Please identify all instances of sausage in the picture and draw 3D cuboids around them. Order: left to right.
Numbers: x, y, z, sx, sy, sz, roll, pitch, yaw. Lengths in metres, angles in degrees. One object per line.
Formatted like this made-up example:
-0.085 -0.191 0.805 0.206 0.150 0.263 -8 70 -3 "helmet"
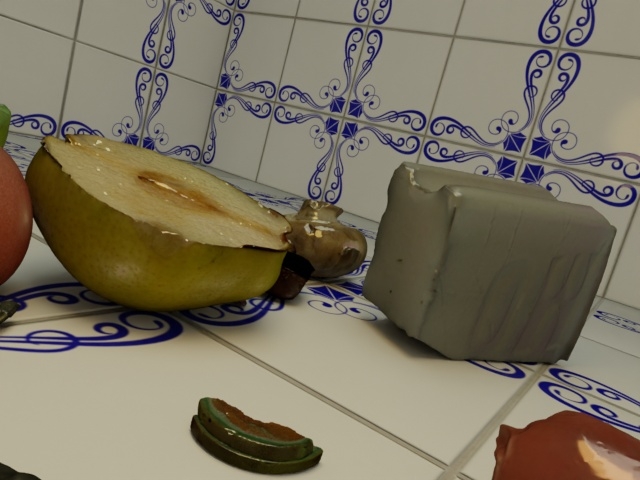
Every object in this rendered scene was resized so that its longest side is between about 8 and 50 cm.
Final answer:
0.252 0.237 0.421 0.254 0.148 0.148 25 14 40 "sausage"

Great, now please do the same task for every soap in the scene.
0.317 0.057 1.026 0.435 0.350 0.213 8 19 -28 "soap"

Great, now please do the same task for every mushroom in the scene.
0.000 0.000 1.288 0.255 0.184 0.255 16 -5 1 "mushroom"

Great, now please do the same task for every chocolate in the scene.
-0.074 0.074 1.044 0.125 0.080 0.149 37 14 37 "chocolate"

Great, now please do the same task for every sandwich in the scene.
-0.062 0.192 0.514 0.135 0.029 0.067 16 10 1 "sandwich"

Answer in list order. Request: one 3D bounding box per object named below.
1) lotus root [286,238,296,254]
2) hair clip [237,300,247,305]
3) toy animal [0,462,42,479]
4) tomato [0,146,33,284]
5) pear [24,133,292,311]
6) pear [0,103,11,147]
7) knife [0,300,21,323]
-0.169 0.005 1.117 0.260 0.128 0.145 12 -30 -22 "lotus root"
-0.195 0.089 0.928 0.137 0.022 0.054 13 7 -10 "hair clip"
-0.205 0.173 0.223 0.146 0.114 0.245 8 32 -6 "toy animal"
-0.485 -0.035 0.630 0.256 0.224 0.256 10 1 0 "tomato"
-0.252 -0.004 0.828 0.386 0.191 0.340 26 17 -7 "pear"
-0.827 -0.200 1.058 0.342 0.238 0.318 15 20 -37 "pear"
-0.379 0.106 0.540 0.046 0.021 0.222 13 14 -5 "knife"
